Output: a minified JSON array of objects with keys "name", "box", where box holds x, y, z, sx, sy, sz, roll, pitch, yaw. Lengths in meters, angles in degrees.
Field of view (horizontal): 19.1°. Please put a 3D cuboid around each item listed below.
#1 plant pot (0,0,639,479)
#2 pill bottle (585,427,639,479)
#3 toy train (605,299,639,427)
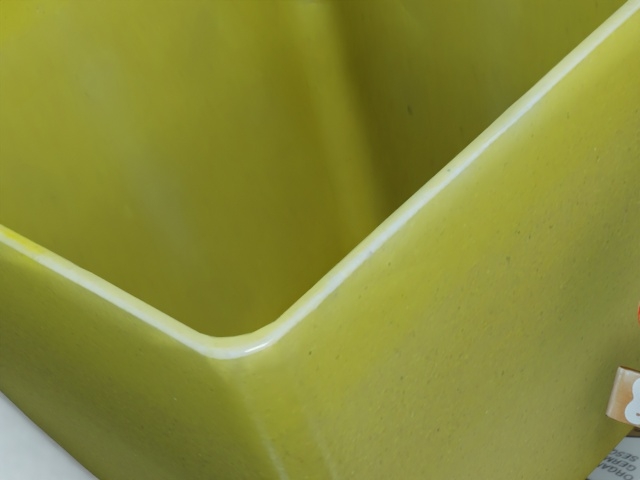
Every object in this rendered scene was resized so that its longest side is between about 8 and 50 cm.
[{"name":"plant pot","box":[0.000,0.000,0.586,0.212,0.212,0.187,-41,135,-27]},{"name":"pill bottle","box":[0.092,0.160,0.730,0.229,0.131,0.131,-27,115,-33]},{"name":"toy train","box":[0.112,-0.001,0.526,0.125,0.046,0.166,-36,142,-80]}]
